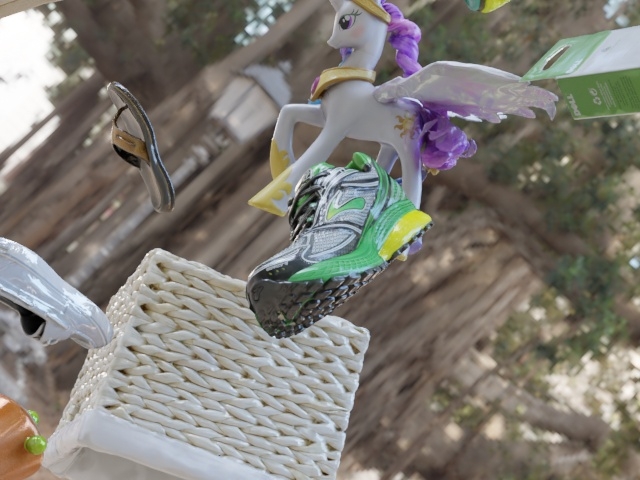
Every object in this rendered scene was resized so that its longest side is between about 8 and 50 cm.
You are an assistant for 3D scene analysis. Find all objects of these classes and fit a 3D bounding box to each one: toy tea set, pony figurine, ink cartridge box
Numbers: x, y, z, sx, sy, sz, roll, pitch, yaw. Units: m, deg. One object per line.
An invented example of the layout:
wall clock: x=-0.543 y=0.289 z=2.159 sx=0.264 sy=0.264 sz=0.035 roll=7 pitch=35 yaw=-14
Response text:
toy tea set: x=-0.414 y=0.195 z=1.260 sx=0.336 sy=0.124 sz=0.200 roll=33 pitch=-54 yaw=17
pony figurine: x=0.106 y=-0.166 z=1.664 sx=0.351 sy=0.363 sz=0.303 roll=20 pitch=-1 yaw=-8
ink cartridge box: x=0.348 y=-0.197 z=1.417 sx=0.209 sy=0.109 sz=0.062 roll=-1 pitch=-54 yaw=48

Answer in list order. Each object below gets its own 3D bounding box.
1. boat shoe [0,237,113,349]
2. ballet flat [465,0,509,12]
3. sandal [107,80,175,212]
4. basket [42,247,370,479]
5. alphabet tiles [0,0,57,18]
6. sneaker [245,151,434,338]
boat shoe: x=-0.271 y=0.069 z=1.198 sx=0.066 sy=0.063 sz=0.184 roll=13 pitch=-26 yaw=29
ballet flat: x=0.197 y=-0.340 z=1.306 sx=0.231 sy=0.077 sz=0.077 roll=85 pitch=-10 yaw=-55
sandal: x=-0.289 y=-0.140 z=1.886 sx=0.090 sy=0.060 sz=0.219 roll=-1 pitch=-71 yaw=67
basket: x=-0.155 y=0.211 z=1.591 sx=0.331 sy=0.266 sz=0.328 roll=21 pitch=-21 yaw=-14
alphabet tiles: x=-0.188 y=-0.217 z=0.882 sx=0.278 sy=0.284 sz=0.021 roll=-14 pitch=-62 yaw=23
sneaker: x=0.000 y=0.000 z=1.388 sx=0.146 sy=0.134 sz=0.343 roll=50 pitch=30 yaw=1
